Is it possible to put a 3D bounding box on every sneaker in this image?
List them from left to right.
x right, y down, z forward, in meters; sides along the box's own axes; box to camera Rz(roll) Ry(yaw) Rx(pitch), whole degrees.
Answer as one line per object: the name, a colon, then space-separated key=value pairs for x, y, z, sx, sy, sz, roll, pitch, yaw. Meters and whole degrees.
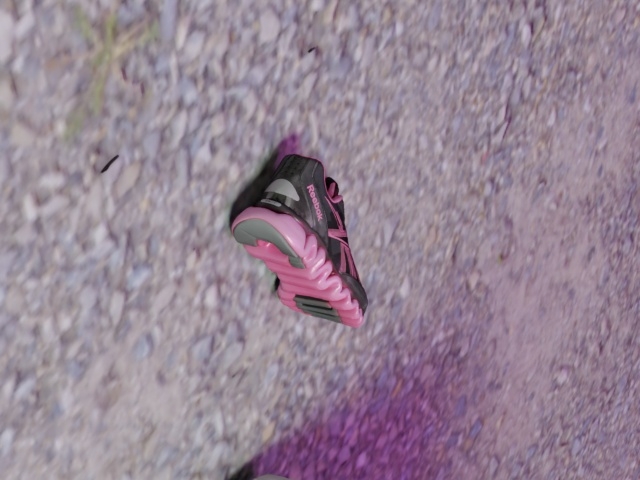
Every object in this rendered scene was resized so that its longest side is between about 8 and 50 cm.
sneaker: x=0.000 y=0.000 z=0.814 sx=0.057 sy=0.047 sz=0.119 roll=-68 pitch=155 yaw=-21

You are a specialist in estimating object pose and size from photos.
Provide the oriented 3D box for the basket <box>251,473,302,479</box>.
basket: x=0.006 y=0.354 z=0.791 sx=0.266 sy=0.328 sz=0.331 roll=-30 pitch=136 yaw=-42
